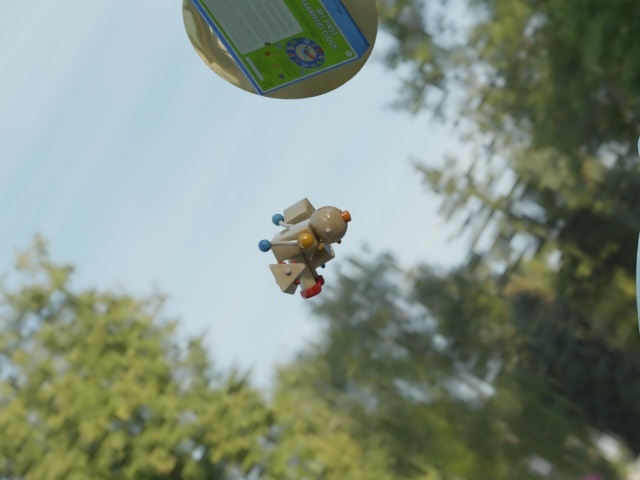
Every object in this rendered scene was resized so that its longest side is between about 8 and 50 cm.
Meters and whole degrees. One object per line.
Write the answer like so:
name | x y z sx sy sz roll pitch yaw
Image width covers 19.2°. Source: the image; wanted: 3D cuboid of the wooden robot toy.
wooden robot toy | 0.000 0.000 1.761 0.079 0.076 0.173 -31 10 14

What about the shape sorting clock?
shape sorting clock | -0.042 -0.234 1.968 0.040 0.206 0.206 -74 2 -47

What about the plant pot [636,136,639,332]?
plant pot | 0.282 -0.006 0.975 0.293 0.196 0.293 -22 -19 -8
